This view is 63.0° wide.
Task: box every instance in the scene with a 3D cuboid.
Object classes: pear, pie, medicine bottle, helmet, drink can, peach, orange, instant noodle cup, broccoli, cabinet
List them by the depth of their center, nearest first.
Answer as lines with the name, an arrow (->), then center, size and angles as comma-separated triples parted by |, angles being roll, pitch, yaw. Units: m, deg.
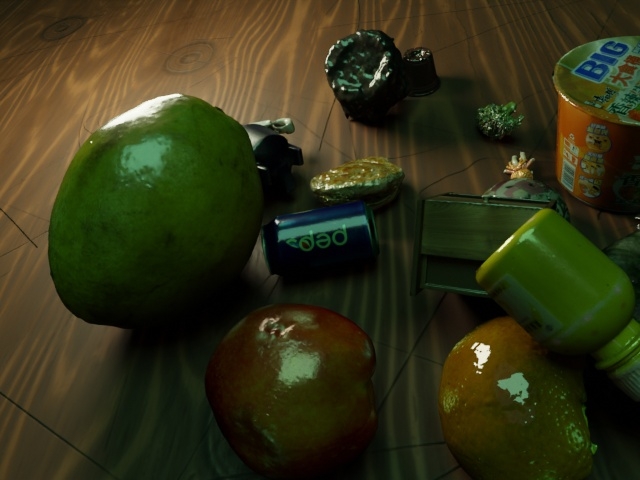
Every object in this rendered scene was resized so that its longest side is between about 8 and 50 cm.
medicine bottle -> 0.289, 0.076, 0.581 | 0.122, 0.122, 0.212 | -36, 72, -21
orange -> 0.234, 0.197, 0.660 | 0.158, 0.179, 0.237 | 32, 53, -15
peach -> -0.038, 0.201, 0.701 | 0.243, 0.199, 0.243 | -6, 49, 6
cabinet -> 0.251, 0.003, 0.781 | 0.175, 0.148, 0.215 | 7, 11, 25
pear -> -0.264, -0.041, 0.890 | 0.352, 0.352, 0.413 | 35, 96, 37
helmet -> 0.354, -0.055, 0.922 | 0.177, 0.107, 0.153 | -33, 45, -17
instant noodle cup -> 0.557, -0.202, 0.938 | 0.296, 0.214, 0.296 | -7, 46, 7
drink can -> 0.000, 0.000, 0.945 | 0.205, 0.118, 0.118 | -11, 45, 2
pie -> 0.077, -0.119, 1.072 | 0.193, 0.079, 0.163 | -5, 36, 10
broccoli -> 0.388, -0.265, 1.139 | 0.092, 0.097, 0.095 | -35, 80, -12

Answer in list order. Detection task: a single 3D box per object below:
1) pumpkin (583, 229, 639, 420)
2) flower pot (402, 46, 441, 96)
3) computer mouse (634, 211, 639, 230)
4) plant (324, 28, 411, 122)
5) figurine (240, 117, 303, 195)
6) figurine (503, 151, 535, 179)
pumpkin -> 0.478, 0.103, 0.669 | 0.300, 0.207, 0.300 | -12, 40, 10
flower pot -> 0.249, -0.433, 1.321 | 0.111, 0.089, 0.111 | -7, 45, 7
computer mouse -> 0.608, -0.031, 0.880 | 0.135, 0.047, 0.079 | 6, 48, 21
plant -> 0.114, -0.390, 1.238 | 0.178, 0.204, 0.234 | -21, -1, 15
figurine -> -0.176, -0.185, 1.150 | 0.308, 0.143, 0.308 | -15, 53, 22
figurine -> 0.398, -0.145, 1.044 | 0.064, 0.047, 0.109 | -25, 31, 31
